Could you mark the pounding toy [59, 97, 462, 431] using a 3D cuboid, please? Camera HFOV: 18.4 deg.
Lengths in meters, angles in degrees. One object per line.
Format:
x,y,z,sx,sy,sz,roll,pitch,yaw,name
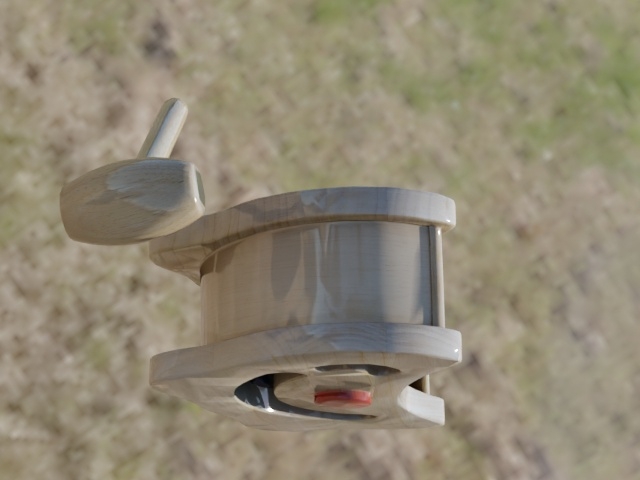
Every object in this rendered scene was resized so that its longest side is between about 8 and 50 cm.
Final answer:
0.000,0.000,0.953,0.269,0.154,0.155,35,51,-66,pounding toy
